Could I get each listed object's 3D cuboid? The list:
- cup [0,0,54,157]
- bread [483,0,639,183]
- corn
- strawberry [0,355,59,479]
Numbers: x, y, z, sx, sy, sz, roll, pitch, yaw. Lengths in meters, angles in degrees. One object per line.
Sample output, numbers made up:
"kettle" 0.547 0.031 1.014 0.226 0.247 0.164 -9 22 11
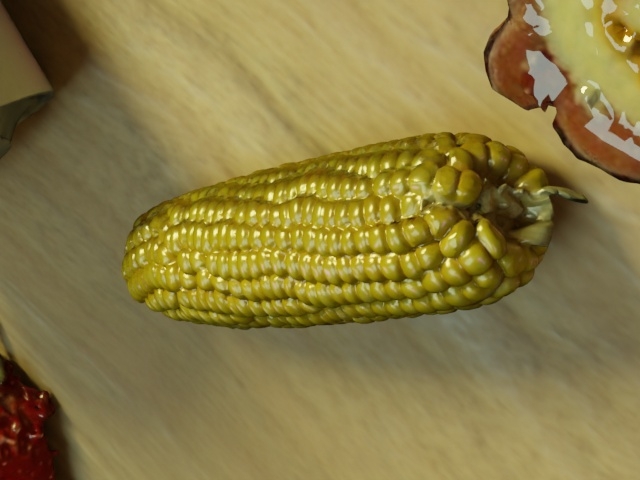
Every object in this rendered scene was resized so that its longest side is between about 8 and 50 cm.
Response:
"cup" -0.350 -0.171 0.922 0.253 0.253 0.371 -23 97 45
"bread" 0.191 -0.132 0.589 0.190 0.123 0.244 33 132 17
"corn" 0.000 0.000 0.842 0.310 0.101 0.101 -7 110 42
"strawberry" -0.289 0.188 1.190 0.188 0.106 0.286 5 119 39
